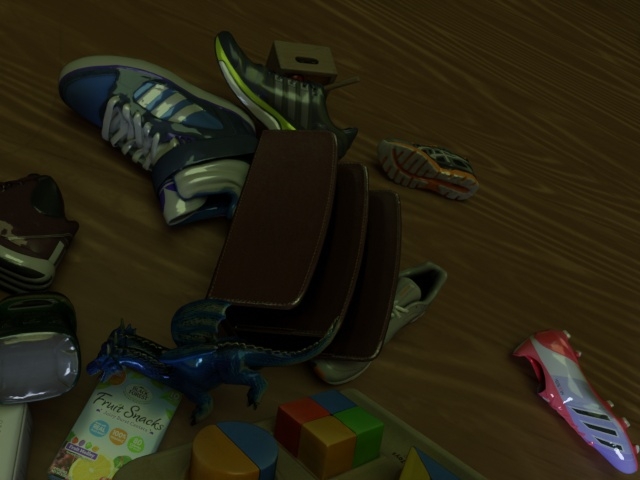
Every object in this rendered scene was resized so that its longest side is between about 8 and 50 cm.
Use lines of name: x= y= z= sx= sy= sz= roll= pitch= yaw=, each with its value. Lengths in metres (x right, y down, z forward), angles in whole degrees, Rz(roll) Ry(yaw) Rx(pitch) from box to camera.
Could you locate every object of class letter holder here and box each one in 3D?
letter holder: x=0.000 y=0.000 z=0.791 sx=0.215 sy=0.152 sz=0.301 roll=2 pitch=55 yaw=14

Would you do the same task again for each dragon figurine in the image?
dragon figurine: x=-0.130 y=0.126 z=0.643 sx=0.144 sy=0.289 sz=0.085 roll=57 pitch=24 yaw=-31

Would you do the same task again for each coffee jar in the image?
coffee jar: x=-0.325 y=0.113 z=0.632 sx=0.096 sy=0.184 sz=0.078 roll=-3 pitch=100 yaw=-24

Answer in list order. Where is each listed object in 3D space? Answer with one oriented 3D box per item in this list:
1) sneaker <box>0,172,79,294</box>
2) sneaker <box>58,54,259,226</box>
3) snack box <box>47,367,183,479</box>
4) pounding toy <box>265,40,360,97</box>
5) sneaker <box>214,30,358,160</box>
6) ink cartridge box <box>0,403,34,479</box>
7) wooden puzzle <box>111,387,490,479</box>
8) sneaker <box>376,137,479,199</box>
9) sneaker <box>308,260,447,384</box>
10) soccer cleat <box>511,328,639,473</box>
sneaker: x=-0.458 y=-0.050 z=0.737 sx=0.281 sy=0.106 sz=0.162 roll=31 pitch=47 yaw=-14
sneaker: x=-0.247 y=-0.137 z=0.843 sx=0.323 sy=0.130 sz=0.236 roll=15 pitch=48 yaw=-20
snack box: x=-0.242 y=0.232 z=0.671 sx=0.100 sy=0.037 sz=0.141 roll=26 pitch=52 yaw=-7
pounding toy: x=-0.023 y=-0.294 z=1.036 sx=0.141 sy=0.130 sz=0.100 roll=-1 pitch=60 yaw=-23
sneaker: x=-0.060 y=-0.242 z=0.953 sx=0.121 sy=0.111 sz=0.300 roll=-42 pitch=102 yaw=5
ink cartridge box: x=-0.402 y=0.300 z=0.513 sx=0.208 sy=0.117 sz=0.282 roll=6 pitch=57 yaw=-19
wooden puzzle: x=0.004 y=0.262 z=0.578 sx=0.348 sy=0.080 sz=0.322 roll=-9 pitch=22 yaw=-39
sneaker: x=0.203 y=-0.148 z=1.070 sx=0.215 sy=0.084 sz=0.083 roll=21 pitch=50 yaw=-20
sneaker: x=0.088 y=0.107 z=0.831 sx=0.099 sy=0.121 sz=0.262 roll=46 pitch=55 yaw=10
soccer cleat: x=0.409 y=0.262 z=0.900 sx=0.095 sy=0.083 sz=0.247 roll=-26 pitch=74 yaw=-2
